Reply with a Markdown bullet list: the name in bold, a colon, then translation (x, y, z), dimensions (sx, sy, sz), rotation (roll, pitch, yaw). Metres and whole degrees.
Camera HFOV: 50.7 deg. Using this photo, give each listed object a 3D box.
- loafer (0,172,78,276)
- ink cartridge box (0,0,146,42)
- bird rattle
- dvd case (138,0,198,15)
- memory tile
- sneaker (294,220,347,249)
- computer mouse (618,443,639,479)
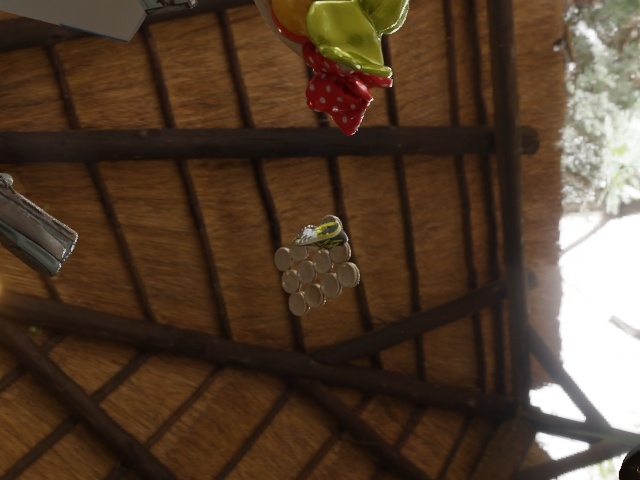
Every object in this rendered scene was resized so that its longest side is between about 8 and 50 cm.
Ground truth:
- **loafer**: translation (-0.471, -0.057, 0.997), dimensions (0.268, 0.096, 0.084), rotation (55, -127, -37)
- **ink cartridge box**: translation (-0.281, -0.394, 0.800), dimensions (0.171, 0.168, 0.233), rotation (8, -103, -28)
- **bird rattle**: translation (0.011, -0.249, 0.772), dimensions (0.207, 0.253, 0.143), rotation (41, -98, -4)
- **dvd case**: translation (-0.180, -0.283, 0.673), dimensions (0.013, 0.087, 0.119), rotation (-52, -49, -25)
- **memory tile**: translation (-0.008, 0.040, 1.002), dimensions (0.012, 0.148, 0.113), rotation (-2, -114, -48)
- **sneaker**: translation (0.000, 0.000, 0.879), dimensions (0.035, 0.083, 0.031), rotation (47, -126, -27)
- **computer mouse**: translation (0.426, 0.245, 0.665), dimensions (0.072, 0.272, 0.189), rotation (-99, 24, -46)
